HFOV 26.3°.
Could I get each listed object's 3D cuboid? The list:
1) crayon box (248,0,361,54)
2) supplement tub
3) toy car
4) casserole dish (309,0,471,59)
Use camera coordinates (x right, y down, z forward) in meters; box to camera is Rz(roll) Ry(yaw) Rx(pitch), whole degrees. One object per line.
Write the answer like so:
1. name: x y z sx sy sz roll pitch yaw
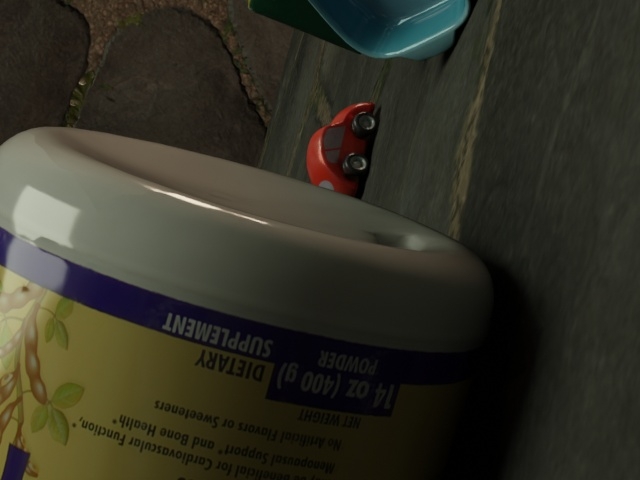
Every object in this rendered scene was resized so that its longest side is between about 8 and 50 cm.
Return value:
1. crayon box: 0.073 -0.374 1.003 0.313 0.106 0.363 115 175 -53
2. supplement tub: -0.074 0.133 0.638 0.241 0.241 0.331 -117 42 -80
3. toy car: 0.000 0.000 1.137 0.225 0.053 0.239 -114 40 -80
4. casserole dish: 0.025 -0.200 0.897 0.114 0.188 0.037 -20 30 46
